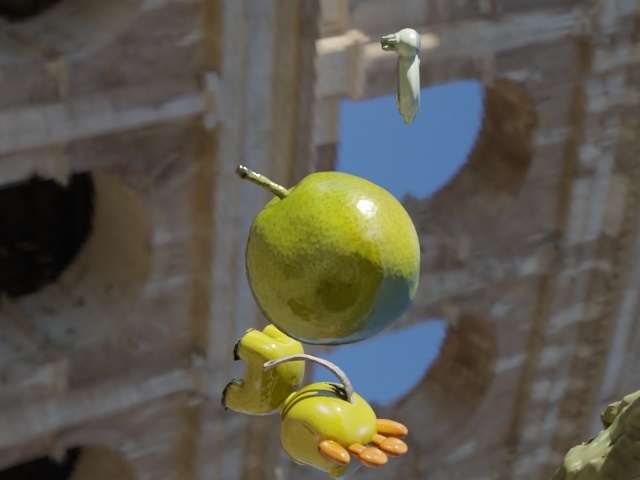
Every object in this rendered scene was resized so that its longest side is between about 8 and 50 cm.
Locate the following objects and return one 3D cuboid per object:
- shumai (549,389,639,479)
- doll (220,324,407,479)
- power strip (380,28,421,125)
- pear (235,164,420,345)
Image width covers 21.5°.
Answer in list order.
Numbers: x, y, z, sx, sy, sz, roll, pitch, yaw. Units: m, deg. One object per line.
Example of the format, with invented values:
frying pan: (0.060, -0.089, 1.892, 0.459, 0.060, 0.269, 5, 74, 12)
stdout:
shumai: (0.288, 0.174, 1.165, 0.323, 0.324, 0.397, -28, -126, 25)
doll: (-0.002, 0.194, 1.917, 0.221, 0.143, 0.135, 30, -68, 28)
power strip: (0.070, -0.142, 1.458, 0.055, 0.035, 0.083, -93, -179, -64)
pear: (0.000, 0.000, 1.683, 0.180, 0.166, 0.216, -33, -87, 28)
